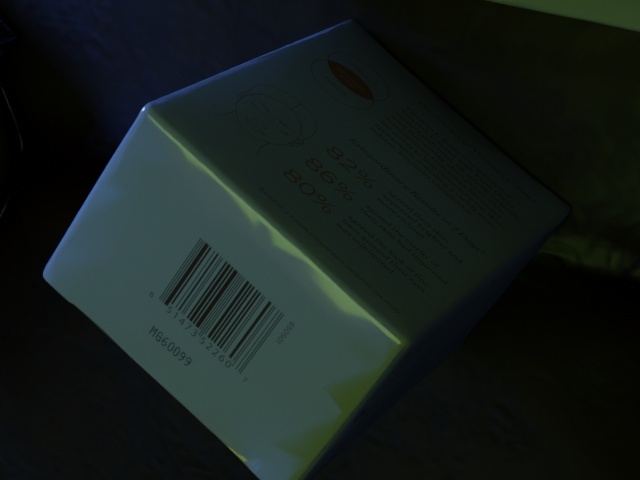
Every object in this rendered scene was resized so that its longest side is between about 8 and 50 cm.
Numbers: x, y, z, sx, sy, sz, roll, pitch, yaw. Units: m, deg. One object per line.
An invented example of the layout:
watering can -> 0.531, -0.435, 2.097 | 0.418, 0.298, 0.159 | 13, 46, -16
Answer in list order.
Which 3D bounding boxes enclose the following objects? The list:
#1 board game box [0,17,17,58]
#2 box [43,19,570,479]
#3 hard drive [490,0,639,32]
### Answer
board game box -> -0.246, -0.088, 0.890 | 0.126, 0.026, 0.186 | 50, 124, 6
box -> 0.000, 0.000, 0.694 | 0.130, 0.170, 0.091 | 42, 121, 10
hard drive -> 0.114, -0.196, 0.635 | 0.353, 0.047, 0.233 | 16, 114, 25
